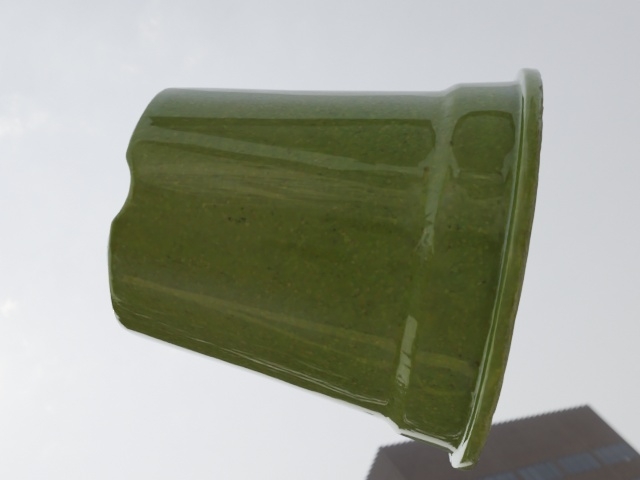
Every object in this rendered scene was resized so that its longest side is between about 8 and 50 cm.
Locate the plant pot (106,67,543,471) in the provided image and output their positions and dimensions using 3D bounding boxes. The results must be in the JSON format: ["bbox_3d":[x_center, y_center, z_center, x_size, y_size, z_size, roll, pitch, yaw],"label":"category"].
[{"bbox_3d":[0.000,0.000,0.619,0.254,0.276,0.276,9,-54,6],"label":"plant pot"}]
